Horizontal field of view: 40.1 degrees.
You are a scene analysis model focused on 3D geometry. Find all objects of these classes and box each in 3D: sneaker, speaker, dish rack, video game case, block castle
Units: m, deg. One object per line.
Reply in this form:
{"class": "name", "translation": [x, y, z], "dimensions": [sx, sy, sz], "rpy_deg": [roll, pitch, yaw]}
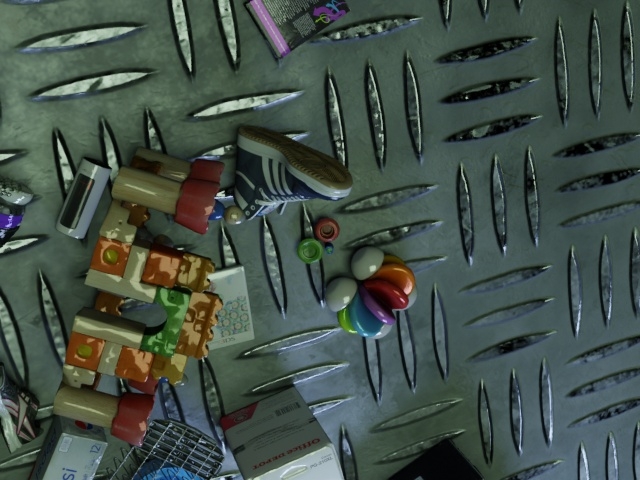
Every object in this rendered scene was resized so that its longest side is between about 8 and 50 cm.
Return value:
{"class": "sneaker", "translation": [-0.632, -0.060, 1.421], "dimensions": [0.293, 0.102, 0.146], "rpy_deg": [19, 101, -24]}
{"class": "sneaker", "translation": [-0.056, -0.087, 1.533], "dimensions": [0.099, 0.282, 0.153], "rpy_deg": [-8, 118, -40]}
{"class": "speaker", "translation": [-0.411, -0.075, 1.522], "dimensions": [0.055, 0.055, 0.136], "rpy_deg": [21, 99, -24]}
{"class": "dish rack", "translation": [-0.317, 0.452, 1.625], "dimensions": [0.208, 0.074, 0.272], "rpy_deg": [37, 88, -34]}
{"class": "sneaker", "translation": [-0.553, 0.293, 1.590], "dimensions": [0.077, 0.072, 0.178], "rpy_deg": [-20, 121, -26]}
{"class": "video game case", "translation": [-0.206, 0.134, 1.681], "dimensions": [0.143, 0.019, 0.157], "rpy_deg": [-13, 110, -16]}
{"class": "block castle", "translation": [-0.274, 0.085, 1.475], "dimensions": [0.212, 0.303, 0.454], "rpy_deg": [17, 101, -8]}

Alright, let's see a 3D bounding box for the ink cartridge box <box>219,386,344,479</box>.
{"class": "ink cartridge box", "translation": [-0.079, 0.404, 1.691], "dimensions": [0.171, 0.237, 0.100], "rpy_deg": [-22, 113, -12]}

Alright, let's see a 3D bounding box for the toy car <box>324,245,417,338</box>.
{"class": "toy car", "translation": [0.112, 0.115, 1.723], "dimensions": [0.159, 0.136, 0.182], "rpy_deg": [41, 91, -26]}

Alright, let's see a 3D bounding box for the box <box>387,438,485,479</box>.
{"class": "box", "translation": [0.260, 0.658, 1.926], "dimensions": [0.296, 0.183, 0.294], "rpy_deg": [-34, 116, -6]}

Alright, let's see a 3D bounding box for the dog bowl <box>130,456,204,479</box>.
{"class": "dog bowl", "translation": [-0.339, 0.562, 1.740], "dimensions": [0.165, 0.074, 0.297], "rpy_deg": [27, 96, -25]}

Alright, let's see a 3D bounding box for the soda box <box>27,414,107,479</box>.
{"class": "soda box", "translation": [-0.497, 0.468, 1.640], "dimensions": [0.091, 0.098, 0.286], "rpy_deg": [20, 100, -26]}

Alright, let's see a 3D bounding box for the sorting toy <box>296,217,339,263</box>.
{"class": "sorting toy", "translation": [0.000, 0.000, 1.705], "dimensions": [0.061, 0.042, 0.102], "rpy_deg": [40, 103, -10]}

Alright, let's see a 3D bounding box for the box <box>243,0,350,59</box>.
{"class": "box", "translation": [-0.041, -0.415, 1.559], "dimensions": [0.162, 0.029, 0.116], "rpy_deg": [-35, 116, -5]}
